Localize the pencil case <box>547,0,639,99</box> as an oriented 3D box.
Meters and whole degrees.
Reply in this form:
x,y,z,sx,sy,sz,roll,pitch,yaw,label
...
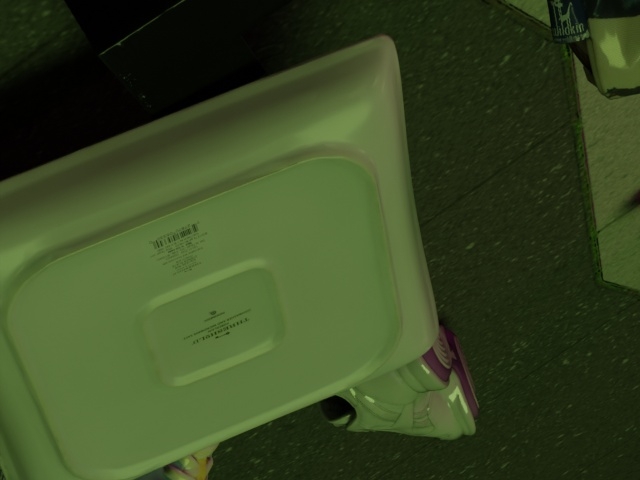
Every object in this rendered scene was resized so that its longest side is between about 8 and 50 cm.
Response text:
x,y,z,sx,sy,sz,roll,pitch,yaw,label
0.360,-0.218,1.347,0.410,0.160,0.183,-12,141,15,pencil case

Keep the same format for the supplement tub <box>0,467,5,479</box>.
x,y,z,sx,sy,sz,roll,pitch,yaw,label
-0.270,0.180,1.623,0.106,0.106,0.198,-41,157,21,supplement tub

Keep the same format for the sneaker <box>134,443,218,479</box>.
x,y,z,sx,sy,sz,roll,pitch,yaw,label
-0.121,0.210,1.743,0.319,0.208,0.127,-38,156,13,sneaker

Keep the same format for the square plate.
x,y,z,sx,sy,sz,roll,pitch,yaw,label
-0.083,0.045,1.343,0.347,0.049,0.344,-22,142,-8,square plate

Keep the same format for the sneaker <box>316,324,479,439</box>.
x,y,z,sx,sy,sz,roll,pitch,yaw,label
0.078,0.149,2.056,0.152,0.114,0.305,-21,156,10,sneaker

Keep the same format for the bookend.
x,y,z,sx,sy,sz,roll,pitch,yaw,label
-0.066,-0.155,1.216,0.157,0.072,0.156,-33,159,3,bookend
